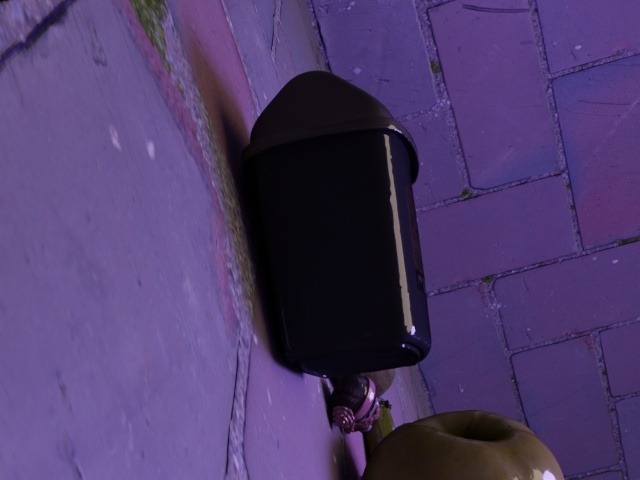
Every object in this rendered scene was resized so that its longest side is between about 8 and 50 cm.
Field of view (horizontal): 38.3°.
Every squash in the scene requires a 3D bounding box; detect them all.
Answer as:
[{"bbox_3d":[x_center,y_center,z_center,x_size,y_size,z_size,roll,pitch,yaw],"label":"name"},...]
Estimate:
[{"bbox_3d":[0.092,0.302,1.355,0.183,0.052,0.052,-99,171,-52],"label":"squash"}]

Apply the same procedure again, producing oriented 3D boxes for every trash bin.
[{"bbox_3d":[0.022,-0.012,0.967,0.209,0.182,0.290,57,24,-71],"label":"trash bin"}]

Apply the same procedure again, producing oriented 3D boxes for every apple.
[{"bbox_3d":[0.173,0.327,1.099,0.262,0.262,0.262,-15,90,-83],"label":"apple"}]

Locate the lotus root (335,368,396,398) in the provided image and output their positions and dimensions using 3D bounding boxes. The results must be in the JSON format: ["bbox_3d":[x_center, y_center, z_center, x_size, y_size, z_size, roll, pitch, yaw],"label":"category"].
[{"bbox_3d":[0.056,0.158,1.216,0.077,0.090,0.183,43,-20,42],"label":"lotus root"}]

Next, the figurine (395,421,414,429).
[{"bbox_3d":[0.205,0.375,1.409,0.167,0.250,0.141,-63,171,-10],"label":"figurine"}]

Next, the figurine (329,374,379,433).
[{"bbox_3d":[0.041,0.209,1.149,0.054,0.072,0.129,31,-17,18],"label":"figurine"}]

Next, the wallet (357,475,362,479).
[{"bbox_3d":[0.063,0.343,1.181,0.044,0.011,0.083,-95,168,-58],"label":"wallet"}]
